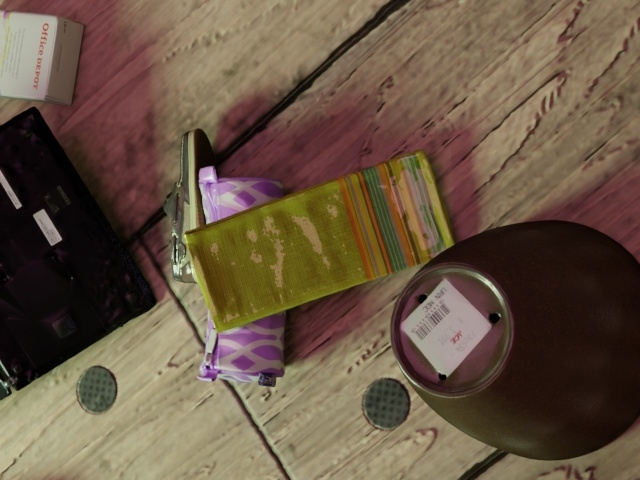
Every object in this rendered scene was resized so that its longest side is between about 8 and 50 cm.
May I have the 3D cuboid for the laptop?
[{"bbox_3d":[-0.337,0.033,1.860,0.264,0.136,0.234,-32,93,-4],"label":"laptop"}]

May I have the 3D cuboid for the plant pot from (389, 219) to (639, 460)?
[{"bbox_3d":[0.151,0.079,1.532,0.215,0.230,0.215,-3,84,27],"label":"plant pot"}]

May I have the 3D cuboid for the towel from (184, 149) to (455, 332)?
[{"bbox_3d":[0.000,0.000,1.679,0.237,0.021,0.102,-19,82,1],"label":"towel"}]

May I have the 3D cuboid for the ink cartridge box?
[{"bbox_3d":[-0.312,-0.190,1.888,0.122,0.052,0.088,9,89,28],"label":"ink cartridge box"}]

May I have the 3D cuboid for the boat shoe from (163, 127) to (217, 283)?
[{"bbox_3d":[-0.129,-0.033,1.780,0.049,0.056,0.152,-5,83,21],"label":"boat shoe"}]

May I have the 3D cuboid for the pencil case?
[{"bbox_3d":[-0.078,0.037,1.730,0.086,0.088,0.206,-12,76,53],"label":"pencil case"}]
